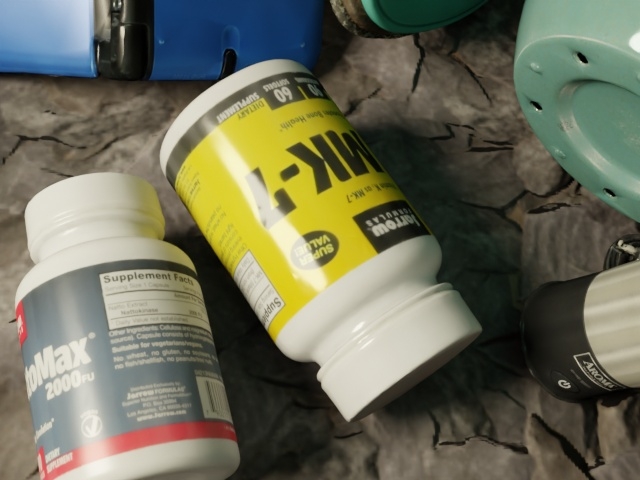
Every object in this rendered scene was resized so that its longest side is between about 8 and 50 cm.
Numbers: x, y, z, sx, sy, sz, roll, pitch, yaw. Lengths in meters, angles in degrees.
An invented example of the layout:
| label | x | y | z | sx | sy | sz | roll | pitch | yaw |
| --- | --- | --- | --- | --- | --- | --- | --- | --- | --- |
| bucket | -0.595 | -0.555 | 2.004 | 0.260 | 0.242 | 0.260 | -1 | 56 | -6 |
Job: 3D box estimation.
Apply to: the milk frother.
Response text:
| label | x | y | z | sx | sy | sz | roll | pitch | yaw |
| --- | --- | --- | --- | --- | --- | --- | --- | --- | --- |
| milk frother | 0.224 | 0.035 | 0.577 | 0.129 | 0.135 | 0.143 | 27 | 63 | -22 |

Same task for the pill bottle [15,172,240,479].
| label | x | y | z | sx | sy | sz | roll | pitch | yaw |
| --- | --- | --- | --- | --- | --- | --- | --- | --- | --- |
| pill bottle | -0.118 | 0.058 | 0.522 | 0.108 | 0.108 | 0.180 | -11 | 66 | -15 |

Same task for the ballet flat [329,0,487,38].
| label | x | y | z | sx | sy | sz | roll | pitch | yaw |
| --- | --- | --- | --- | --- | --- | --- | --- | --- | --- |
| ballet flat | 0.143 | -0.301 | 0.734 | 0.483 | 0.164 | 0.182 | -32 | 52 | -28 |

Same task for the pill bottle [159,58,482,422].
| label | x | y | z | sx | sy | sz | roll | pitch | yaw |
| --- | --- | --- | --- | --- | --- | --- | --- | --- | --- |
| pill bottle | 0.000 | 0.000 | 0.565 | 0.119 | 0.119 | 0.208 | -29 | 73 | -21 |

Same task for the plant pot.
| label | x | y | z | sx | sy | sz | roll | pitch | yaw |
| --- | --- | --- | --- | --- | --- | --- | --- | --- | --- |
| plant pot | 0.271 | -0.143 | 0.599 | 0.293 | 0.293 | 0.235 | 42 | 78 | 11 |

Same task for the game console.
| label | x | y | z | sx | sy | sz | roll | pitch | yaw |
| --- | --- | --- | --- | --- | --- | --- | --- | --- | --- |
| game console | -0.138 | -0.263 | 0.629 | 0.250 | 0.173 | 0.293 | -9 | 108 | -40 |
